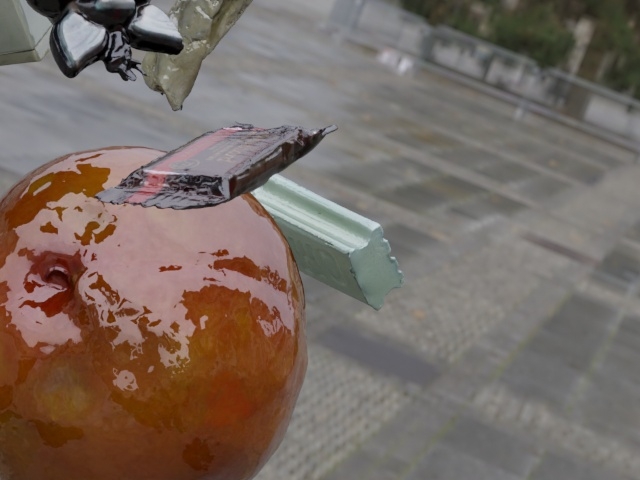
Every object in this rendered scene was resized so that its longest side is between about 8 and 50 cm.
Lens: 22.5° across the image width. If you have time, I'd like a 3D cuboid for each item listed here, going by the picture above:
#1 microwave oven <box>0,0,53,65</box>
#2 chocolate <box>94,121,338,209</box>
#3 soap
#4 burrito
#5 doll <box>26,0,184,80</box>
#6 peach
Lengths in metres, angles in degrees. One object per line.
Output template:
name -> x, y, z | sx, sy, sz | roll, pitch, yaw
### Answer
microwave oven -> -0.349, -0.241, 1.364 | 0.240, 0.194, 0.145 | -6, 29, 19
chocolate -> -0.059, -0.046, 0.988 | 0.086, 0.028, 0.182 | 4, 23, 24
soap -> 0.000, 0.000, 1.951 | 0.198, 0.063, 0.114 | 27, -26, 40
burrito -> -0.075, -0.215, 1.327 | 0.058, 0.229, 0.063 | 33, 6, 0
doll -> -0.154, -0.183, 0.934 | 0.091, 0.067, 0.219 | -14, 64, -43
peach -> -0.176, 0.086, 1.445 | 0.343, 0.342, 0.301 | 24, -19, 17
